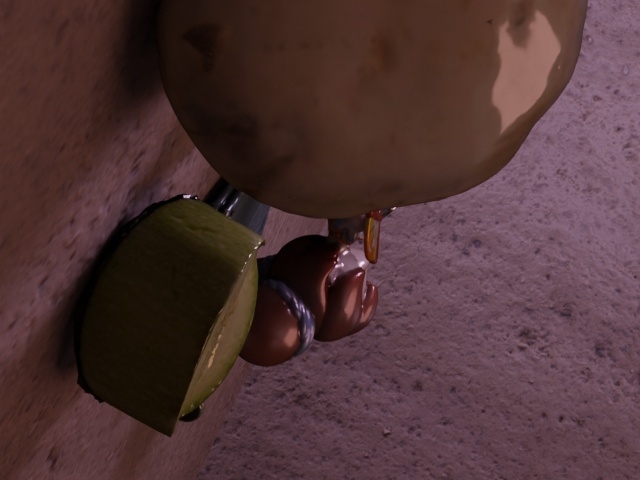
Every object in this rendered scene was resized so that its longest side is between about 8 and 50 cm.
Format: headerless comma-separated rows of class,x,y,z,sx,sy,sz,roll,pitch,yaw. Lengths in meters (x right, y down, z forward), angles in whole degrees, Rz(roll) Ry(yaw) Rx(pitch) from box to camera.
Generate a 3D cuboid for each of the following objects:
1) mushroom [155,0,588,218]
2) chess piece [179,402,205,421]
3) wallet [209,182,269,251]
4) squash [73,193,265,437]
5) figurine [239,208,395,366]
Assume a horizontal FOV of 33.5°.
mushroom,0.024,-0.183,0.822,0.314,0.314,0.336,-64,-158,15
chess piece,-0.211,0.246,1.809,0.149,0.059,0.059,-70,-176,-63
wallet,-0.114,-0.007,1.408,0.251,0.054,0.290,-65,173,-49
squash,-0.113,0.075,0.988,0.220,0.133,0.220,-49,150,-41
figurine,0.001,0.001,1.664,0.276,0.248,0.388,-92,-164,-75
